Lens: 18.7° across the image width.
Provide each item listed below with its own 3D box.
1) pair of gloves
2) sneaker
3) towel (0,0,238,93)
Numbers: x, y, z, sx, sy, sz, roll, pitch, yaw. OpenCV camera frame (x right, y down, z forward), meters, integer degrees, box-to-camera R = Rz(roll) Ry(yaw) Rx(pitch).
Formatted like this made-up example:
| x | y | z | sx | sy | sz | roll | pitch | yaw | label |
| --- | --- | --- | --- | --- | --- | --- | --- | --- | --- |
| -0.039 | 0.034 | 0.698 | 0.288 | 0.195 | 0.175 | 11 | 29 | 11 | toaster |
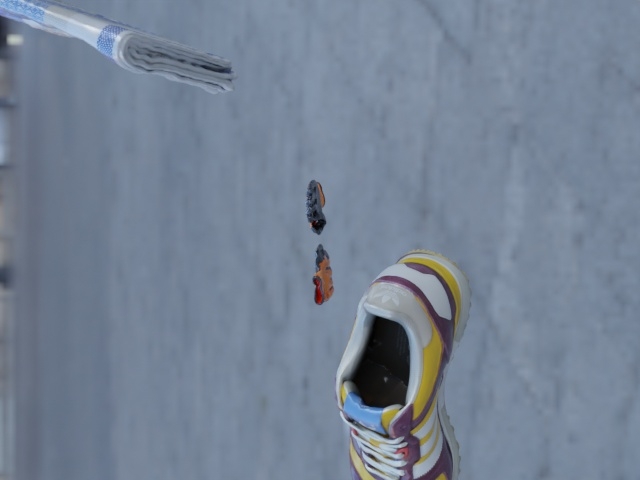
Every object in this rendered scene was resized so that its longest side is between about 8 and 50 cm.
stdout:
| x | y | z | sx | sy | sz | roll | pitch | yaw | label |
| --- | --- | --- | --- | --- | --- | --- | --- | --- | --- |
| 0.000 | 0.000 | 1.321 | 0.074 | 0.010 | 0.083 | -58 | -38 | -79 | pair of gloves |
| 0.037 | 0.100 | 1.090 | 0.084 | 0.069 | 0.185 | -33 | -50 | -55 | sneaker |
| -0.231 | -0.190 | 1.666 | 0.209 | 0.285 | 0.034 | 8 | -78 | -66 | towel |
